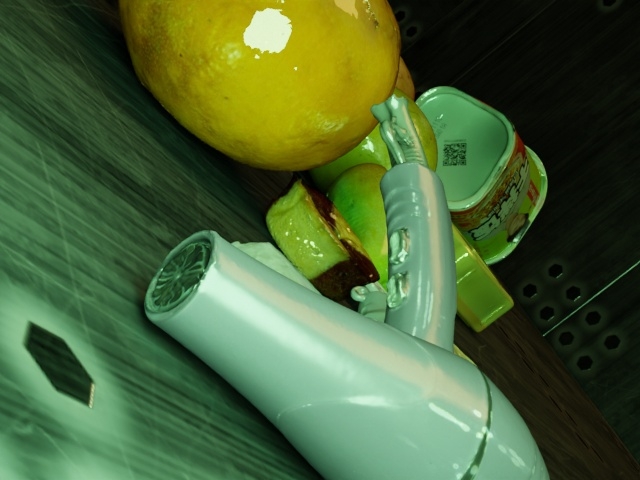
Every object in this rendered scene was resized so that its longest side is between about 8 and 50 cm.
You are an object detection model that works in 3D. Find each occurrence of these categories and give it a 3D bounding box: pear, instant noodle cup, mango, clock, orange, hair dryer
[{"bbox_3d":[0.067,-0.119,1.653,0.198,0.198,0.198,49,9,-10],"label":"pear"},{"bbox_3d":[0.255,-0.122,2.182,0.294,0.294,0.308,54,4,19],"label":"instant noodle cup"},{"bbox_3d":[0.059,-0.016,1.416,0.125,0.111,0.233,37,24,-12],"label":"mango"},{"bbox_3d":[0.234,0.054,2.050,0.202,0.096,0.143,44,9,-45],"label":"clock"},{"bbox_3d":[-0.056,-0.195,1.144,0.284,0.226,0.284,42,9,-8],"label":"orange"},{"bbox_3d":[0.032,0.014,0.829,0.301,0.121,0.361,38,35,-28],"label":"hair dryer"}]

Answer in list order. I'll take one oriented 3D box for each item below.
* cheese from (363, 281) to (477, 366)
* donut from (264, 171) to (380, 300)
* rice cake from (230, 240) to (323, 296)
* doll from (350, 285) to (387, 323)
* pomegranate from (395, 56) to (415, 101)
[{"bbox_3d":[0.116,0.118,1.320,0.235,0.050,0.127,49,10,-20],"label":"cheese"},{"bbox_3d":[0.000,0.000,1.189,0.140,0.059,0.140,50,8,-10],"label":"donut"},{"bbox_3d":[0.035,0.112,0.927,0.298,0.050,0.106,45,11,-36],"label":"rice cake"},{"bbox_3d":[0.086,0.116,1.134,0.094,0.079,0.180,-23,77,-48],"label":"doll"},{"bbox_3d":[0.063,-0.259,2.130,0.209,0.209,0.209,49,9,-10],"label":"pomegranate"}]
